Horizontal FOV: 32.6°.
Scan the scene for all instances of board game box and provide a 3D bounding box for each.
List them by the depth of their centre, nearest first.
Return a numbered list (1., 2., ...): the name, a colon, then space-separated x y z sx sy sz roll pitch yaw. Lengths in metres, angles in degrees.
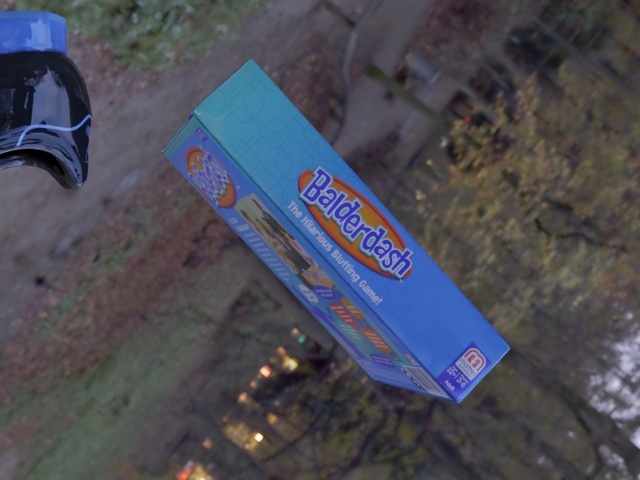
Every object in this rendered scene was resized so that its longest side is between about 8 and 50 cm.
1. board game box: 0.000 0.000 0.647 0.047 0.210 0.160 -44 -172 -12

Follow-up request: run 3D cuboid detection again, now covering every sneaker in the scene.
1. sneaker: -0.222 -0.048 0.515 0.232 0.090 0.081 -13 180 -21
